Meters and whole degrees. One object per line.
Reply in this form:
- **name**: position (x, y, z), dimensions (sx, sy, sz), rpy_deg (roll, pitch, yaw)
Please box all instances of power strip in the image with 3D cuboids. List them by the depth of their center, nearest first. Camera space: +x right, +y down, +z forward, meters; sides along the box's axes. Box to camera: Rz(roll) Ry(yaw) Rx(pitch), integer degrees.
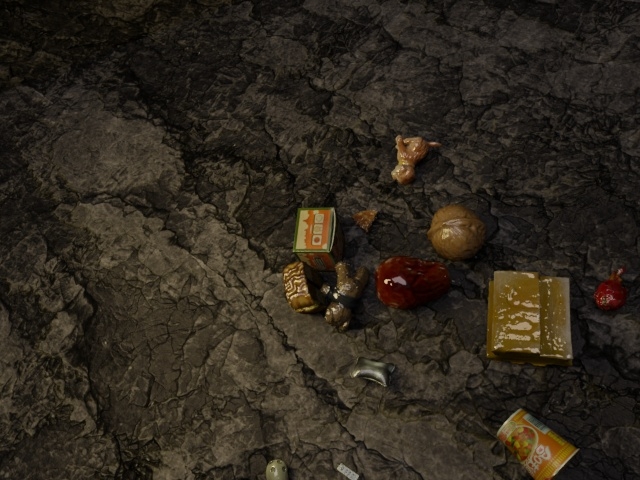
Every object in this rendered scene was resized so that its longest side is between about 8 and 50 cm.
- **power strip**: position (0.086, 0.736, 1.672), dimensions (0.083, 0.017, 0.027), rpy_deg (28, 73, 22)

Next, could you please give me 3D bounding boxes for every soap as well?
- **soap**: position (0.672, 0.251, 1.692), dimensions (0.259, 0.143, 0.281), rpy_deg (3, 61, 12)

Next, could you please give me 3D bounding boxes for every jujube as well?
- **jujube**: position (0.314, 0.140, 1.809), dimensions (0.255, 0.190, 0.190), rpy_deg (-10, 63, 1)

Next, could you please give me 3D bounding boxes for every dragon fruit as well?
- **dragon fruit**: position (0.944, 0.159, 1.696), dimensions (0.094, 0.094, 0.190), rpy_deg (30, 52, 24)

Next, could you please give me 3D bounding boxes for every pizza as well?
- **pizza**: position (0.164, -0.082, 2.030), dimensions (0.099, 0.029, 0.100), rpy_deg (19, 69, 29)

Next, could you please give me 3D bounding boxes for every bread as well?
- **bread**: position (-0.055, 0.173, 1.855), dimensions (0.096, 0.222, 0.181), rpy_deg (-18, 73, 11)

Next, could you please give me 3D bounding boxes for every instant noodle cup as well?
- **instant noodle cup**: position (0.622, 0.597, 1.536), dimensions (0.168, 0.168, 0.185), rpy_deg (-43, 55, -8)

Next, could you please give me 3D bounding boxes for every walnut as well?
- **walnut**: position (0.468, -0.027, 1.825), dimensions (0.213, 0.213, 0.213), rpy_deg (-5, 65, 11)

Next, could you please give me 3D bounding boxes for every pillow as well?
- **pillow**: position (0.176, 0.436, 1.767), dimensions (0.136, 0.055, 0.091), rpy_deg (13, 67, 17)

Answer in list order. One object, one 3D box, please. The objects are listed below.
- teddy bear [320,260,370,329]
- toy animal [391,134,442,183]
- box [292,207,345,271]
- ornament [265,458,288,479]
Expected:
- **teddy bear**: position (0.088, 0.181, 1.840), dimensions (0.182, 0.129, 0.251), rpy_deg (22, 70, -9)
- **toy animal**: position (0.369, -0.304, 2.038), dimensions (0.184, 0.104, 0.185), rpy_deg (4, 63, 17)
- **box**: position (0.000, 0.000, 1.933), dimensions (0.148, 0.195, 0.177), rpy_deg (-1, 65, 13)
- **ornament**: position (-0.135, 0.780, 1.677), dimensions (0.075, 0.081, 0.156), rpy_deg (-29, 56, 42)
